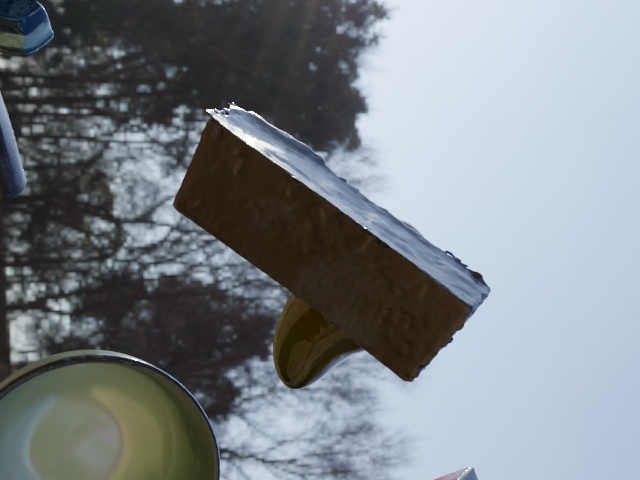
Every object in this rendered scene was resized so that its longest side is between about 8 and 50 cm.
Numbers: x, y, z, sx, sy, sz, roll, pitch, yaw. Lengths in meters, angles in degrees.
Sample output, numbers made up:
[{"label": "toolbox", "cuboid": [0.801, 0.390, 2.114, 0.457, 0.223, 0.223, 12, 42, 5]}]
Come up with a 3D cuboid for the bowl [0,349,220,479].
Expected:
[{"label": "bowl", "cuboid": [-0.327, 0.302, 1.407, 0.185, 0.353, 0.354, -153, -116, -69]}]

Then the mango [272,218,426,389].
[{"label": "mango", "cuboid": [0.037, 0.079, 1.347, 0.289, 0.129, 0.146, -34, -103, 34]}]

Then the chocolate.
[{"label": "chocolate", "cuboid": [0.000, 0.000, 0.998, 0.112, 0.321, 0.112, -57, 169, 17]}]

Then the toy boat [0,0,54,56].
[{"label": "toy boat", "cuboid": [-0.532, -0.353, 1.527, 0.096, 0.299, 0.062, -53, 157, -40]}]

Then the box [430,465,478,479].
[{"label": "box", "cuboid": [0.123, 0.321, 0.994, 0.153, 0.074, 0.240, 65, 18, 8]}]

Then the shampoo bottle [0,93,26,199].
[{"label": "shampoo bottle", "cuboid": [-0.387, -0.139, 1.192, 0.208, 0.057, 0.063, 90, 2, -46]}]
